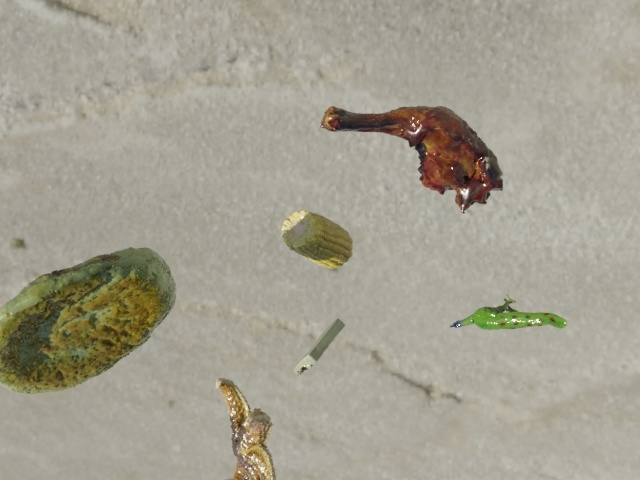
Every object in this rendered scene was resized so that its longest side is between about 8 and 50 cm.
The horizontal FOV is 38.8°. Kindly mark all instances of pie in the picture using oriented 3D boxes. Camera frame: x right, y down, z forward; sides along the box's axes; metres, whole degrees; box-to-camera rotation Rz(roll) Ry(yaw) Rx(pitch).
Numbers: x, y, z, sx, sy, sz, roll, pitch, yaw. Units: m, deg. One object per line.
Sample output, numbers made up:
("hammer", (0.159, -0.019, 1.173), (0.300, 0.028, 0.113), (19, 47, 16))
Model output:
("pie", (-0.358, 0.117, 1.334), (0.323, 0.070, 0.323), (-27, 153, -15))

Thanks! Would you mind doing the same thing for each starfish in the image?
("starfish", (-0.115, 0.331, 1.464), (0.071, 0.238, 0.216), (-20, 170, -33))

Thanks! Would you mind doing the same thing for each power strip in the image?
("power strip", (-0.005, 0.264, 2.233), (0.029, 0.227, 0.080), (44, 126, 0))

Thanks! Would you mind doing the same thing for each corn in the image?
("corn", (0.000, 0.000, 1.824), (0.093, 0.093, 0.244), (-8, 169, 17))

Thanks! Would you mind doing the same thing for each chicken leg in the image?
("chicken leg", (0.189, -0.183, 1.689), (0.407, 0.096, 0.158), (22, 119, -28))

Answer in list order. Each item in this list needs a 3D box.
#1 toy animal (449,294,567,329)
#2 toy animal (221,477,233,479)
("toy animal", (0.322, 0.124, 1.516), (0.217, 0.075, 0.041), (-5, 112, 39))
("toy animal", (-0.172, 0.568, 1.703), (0.210, 0.229, 0.221), (-36, 162, -1))
